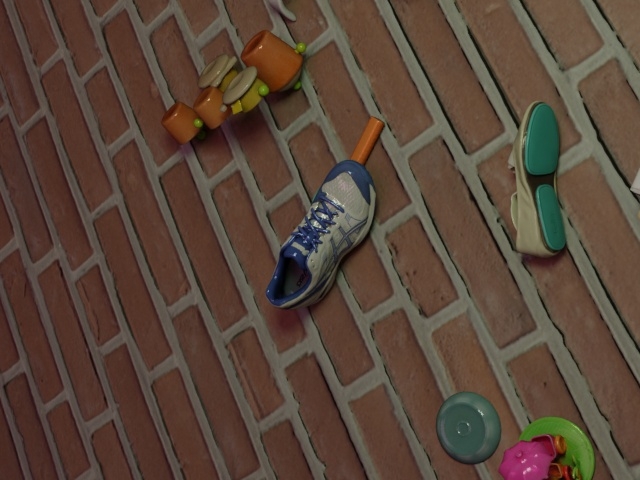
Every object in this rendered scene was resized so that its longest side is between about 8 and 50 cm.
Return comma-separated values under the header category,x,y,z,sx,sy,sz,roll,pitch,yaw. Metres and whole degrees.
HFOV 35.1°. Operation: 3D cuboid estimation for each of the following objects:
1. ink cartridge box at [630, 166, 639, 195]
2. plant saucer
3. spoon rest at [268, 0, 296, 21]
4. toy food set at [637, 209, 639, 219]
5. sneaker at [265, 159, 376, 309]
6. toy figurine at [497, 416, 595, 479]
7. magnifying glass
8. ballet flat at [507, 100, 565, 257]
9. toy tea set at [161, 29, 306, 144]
category,x,y,z,sx,sy,sz,roll,pitch,yaw
ink cartridge box,0.565,-0.138,1.444,0.158,0.092,0.218,27,104,32
plant saucer,0.239,0.310,1.670,0.119,0.021,0.119,-3,84,33
spoon rest,-0.020,-0.547,1.875,0.137,0.084,0.276,39,108,30
toy food set,0.529,-0.097,1.394,0.132,0.038,0.192,24,95,26
sneaker,0.000,0.000,1.770,0.111,0.131,0.297,30,110,21
toy figurine,0.331,0.359,1.522,0.130,0.159,0.173,-19,77,32
magnifying glass,0.052,-0.116,1.828,0.092,0.026,0.231,35,105,31
ballet flat,0.334,-0.095,1.609,0.086,0.086,0.249,-5,84,34
toy tea set,-0.160,-0.270,1.935,0.336,0.124,0.200,-14,43,50
